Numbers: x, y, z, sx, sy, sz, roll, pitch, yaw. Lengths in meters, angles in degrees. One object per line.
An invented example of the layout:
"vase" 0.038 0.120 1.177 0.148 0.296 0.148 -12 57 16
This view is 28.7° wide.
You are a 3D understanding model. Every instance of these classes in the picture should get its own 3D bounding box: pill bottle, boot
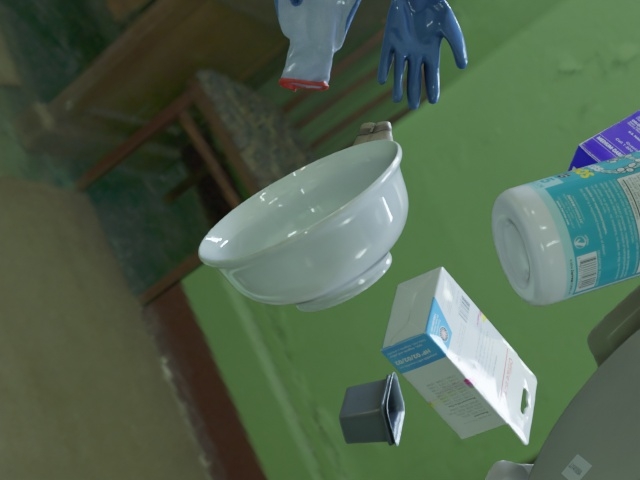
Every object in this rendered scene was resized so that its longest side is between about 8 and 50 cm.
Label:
"pill bottle" 0.350 -0.023 1.492 0.146 0.264 0.146 164 -90 -79
"boot" 0.058 -0.131 1.846 0.042 0.118 0.087 35 58 -45

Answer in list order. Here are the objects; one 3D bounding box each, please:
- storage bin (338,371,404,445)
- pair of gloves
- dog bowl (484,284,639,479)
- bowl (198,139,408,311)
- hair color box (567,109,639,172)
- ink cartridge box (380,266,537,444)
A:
"storage bin" 0.088 0.297 2.126 0.135 0.091 0.098 -67 144 -64
"pair of gloves" 0.049 -0.212 1.205 0.023 0.198 0.159 175 -77 -82
"dog bowl" 0.258 0.148 0.916 0.102 0.349 0.349 40 24 -4
"bowl" 0.000 0.000 1.615 0.134 0.298 0.298 62 20 -16
"hair color box" 0.481 -0.106 1.751 0.339 0.185 0.110 -31 61 -30
"ink cartridge box" 0.147 0.129 1.294 0.181 0.061 0.104 48 37 -23
